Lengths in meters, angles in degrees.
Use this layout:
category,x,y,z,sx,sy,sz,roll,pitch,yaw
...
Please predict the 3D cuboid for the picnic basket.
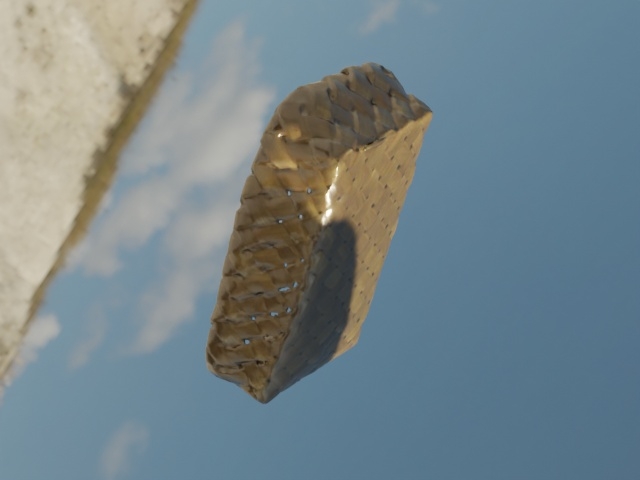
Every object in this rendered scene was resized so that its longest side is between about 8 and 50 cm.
category,x,y,z,sx,sy,sz,roll,pitch,yaw
picnic basket,0.000,0.000,0.750,0.110,0.055,0.193,-28,142,-46
